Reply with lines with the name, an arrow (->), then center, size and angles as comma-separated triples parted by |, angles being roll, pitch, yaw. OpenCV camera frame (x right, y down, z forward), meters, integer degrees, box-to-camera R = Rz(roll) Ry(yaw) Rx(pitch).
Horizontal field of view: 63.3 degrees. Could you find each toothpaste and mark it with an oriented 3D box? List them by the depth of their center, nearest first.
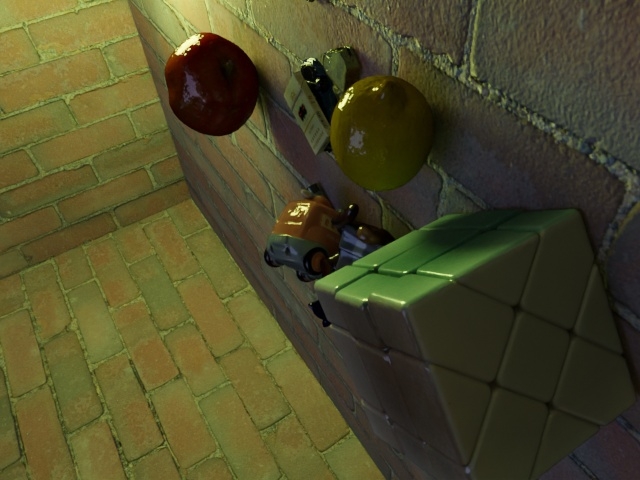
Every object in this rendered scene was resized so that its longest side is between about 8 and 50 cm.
toothpaste -> 0.033, -0.054, 1.485 | 0.239, 0.039, 0.062 | 60, 165, 6

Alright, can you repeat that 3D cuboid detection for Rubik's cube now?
Rubik's cube -> 0.226, 0.153, 0.823 | 0.316, 0.321, 0.319 | 3, 117, 67

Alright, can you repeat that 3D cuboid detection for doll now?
doll -> 0.141, 0.104, 1.151 | 0.340, 0.209, 0.318 | 43, 156, 40

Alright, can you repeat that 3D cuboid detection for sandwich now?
sandwich -> 0.042, -0.362, 1.068 | 0.105, 0.035, 0.093 | 54, 160, 28

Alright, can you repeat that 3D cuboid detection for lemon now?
lemon -> 0.107, -0.183, 0.909 | 0.187, 0.186, 0.244 | 54, 161, 26

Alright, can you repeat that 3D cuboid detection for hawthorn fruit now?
hawthorn fruit -> -0.303, -0.458, 1.505 | 0.330, 0.287, 0.287 | -9, 106, 62

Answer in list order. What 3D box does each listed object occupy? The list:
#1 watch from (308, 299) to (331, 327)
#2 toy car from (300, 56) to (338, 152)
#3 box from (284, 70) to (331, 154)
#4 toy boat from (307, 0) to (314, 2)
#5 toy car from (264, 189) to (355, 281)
watch -> 0.105, 0.196, 1.398 | 0.171, 0.196, 0.200 | 57, 169, -10
toy car -> 0.003, -0.310, 1.195 | 0.103, 0.063, 0.216 | 35, 140, 52
box -> -0.028, -0.285, 1.171 | 0.167, 0.024, 0.090 | 62, 156, 9
toy boat -> -0.043, -0.552, 1.072 | 0.115, 0.016, 0.063 | 58, 161, 18
toy car -> 0.000, 0.000, 1.350 | 0.180, 0.212, 0.270 | 7, 163, 46
